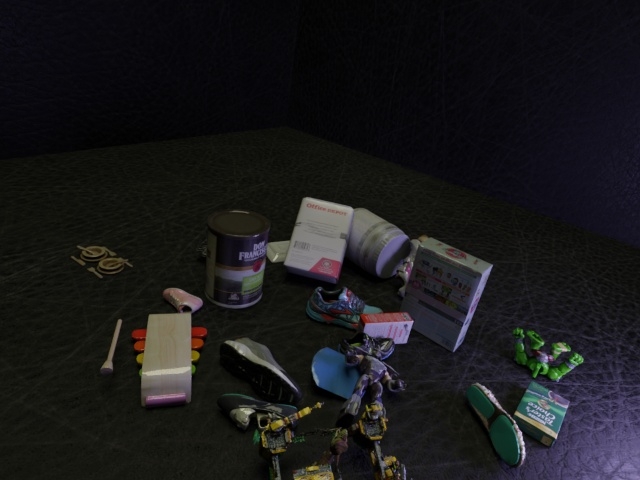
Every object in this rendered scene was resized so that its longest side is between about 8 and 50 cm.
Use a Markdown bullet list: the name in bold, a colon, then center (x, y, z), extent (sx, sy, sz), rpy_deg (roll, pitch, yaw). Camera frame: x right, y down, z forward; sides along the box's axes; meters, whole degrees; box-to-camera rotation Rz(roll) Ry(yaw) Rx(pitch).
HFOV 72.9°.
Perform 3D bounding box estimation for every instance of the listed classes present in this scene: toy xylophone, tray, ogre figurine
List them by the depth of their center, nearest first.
- **toy xylophone**: center (-0.435, 0.294, 1.156), extent (0.237, 0.081, 0.322), rpy_deg (5, 27, -10)
- **ogre figurine**: center (0.695, 0.364, 1.366), extent (0.197, 0.118, 0.097), rpy_deg (16, 23, 9)
- **tray**: center (-0.107, 0.033, 1.841), extent (0.271, 0.030, 0.145), rpy_deg (-6, 30, -29)

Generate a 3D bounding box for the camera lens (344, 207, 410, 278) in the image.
- **camera lens**: center (0.204, 0.006, 1.788), extent (0.220, 0.219, 0.274), rpy_deg (-13, 35, -38)

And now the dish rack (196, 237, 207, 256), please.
- **dish rack**: center (-0.359, 0.017, 1.732), extent (0.209, 0.074, 0.271), rpy_deg (8, 29, 10)

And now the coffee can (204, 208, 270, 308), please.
- **coffee can**: center (-0.282, 0.059, 1.456), extent (0.202, 0.275, 0.201), rpy_deg (8, 27, -4)

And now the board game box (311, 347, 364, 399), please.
- **board game box**: center (0.046, 0.376, 1.202), extent (0.169, 0.033, 0.133), rpy_deg (26, 37, -9)

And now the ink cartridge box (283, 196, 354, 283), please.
- **ink cartridge box**: center (0.000, 0.000, 1.664), extent (0.208, 0.282, 0.117), rpy_deg (13, -17, 8)

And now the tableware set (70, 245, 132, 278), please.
- **tableware set**: center (-0.778, 0.061, 1.545), extent (0.194, 0.039, 0.128), rpy_deg (25, 30, 28)

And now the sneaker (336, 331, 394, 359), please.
- **sneaker**: center (0.143, 0.317, 1.312), extent (0.188, 0.078, 0.067), rpy_deg (1, 28, -18)

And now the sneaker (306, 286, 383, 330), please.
- **sneaker**: center (0.087, 0.219, 1.435), extent (0.262, 0.125, 0.104), rpy_deg (8, 27, -3)

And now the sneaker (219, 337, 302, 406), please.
- **sneaker**: center (-0.148, 0.337, 1.159), extent (0.272, 0.100, 0.108), rpy_deg (28, 26, 31)

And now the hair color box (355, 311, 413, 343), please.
- **hair color box**: center (0.202, 0.283, 1.385), extent (0.167, 0.093, 0.053), rpy_deg (2, 28, -17)

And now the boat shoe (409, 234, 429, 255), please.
- **boat shoe**: center (0.460, 0.130, 1.741), extent (0.123, 0.123, 0.341), rpy_deg (-28, 58, -5)

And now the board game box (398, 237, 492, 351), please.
- **board game box**: center (0.400, 0.176, 1.428), extent (0.224, 0.303, 0.098), rpy_deg (28, 32, 32)

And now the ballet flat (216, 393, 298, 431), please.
- **ballet flat**: center (-0.152, 0.416, 1.032), extent (0.203, 0.074, 0.074), rpy_deg (11, 27, -2)

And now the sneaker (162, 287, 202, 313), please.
- **sneaker**: center (-0.451, 0.195, 1.379), extent (0.135, 0.050, 0.070), rpy_deg (17, 22, 6)

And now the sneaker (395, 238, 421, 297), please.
- **sneaker**: center (0.344, 0.111, 1.662), extent (0.111, 0.103, 0.252), rpy_deg (2, 66, 6)

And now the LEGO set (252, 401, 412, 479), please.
- **LEGO set**: center (0.035, 0.437, 0.852), extent (0.332, 0.192, 0.254), rpy_deg (7, 47, -13)

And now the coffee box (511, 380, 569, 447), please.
- **coffee box**: center (0.611, 0.476, 1.202), extent (0.113, 0.040, 0.184), rpy_deg (28, 32, 31)

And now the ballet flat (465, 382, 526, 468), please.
- **ballet flat**: center (0.467, 0.471, 1.124), extent (0.077, 0.091, 0.241), rpy_deg (23, 24, -25)

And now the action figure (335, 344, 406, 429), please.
- **action figure**: center (0.135, 0.380, 1.155), extent (0.186, 0.099, 0.285), rpy_deg (24, 33, 4)
